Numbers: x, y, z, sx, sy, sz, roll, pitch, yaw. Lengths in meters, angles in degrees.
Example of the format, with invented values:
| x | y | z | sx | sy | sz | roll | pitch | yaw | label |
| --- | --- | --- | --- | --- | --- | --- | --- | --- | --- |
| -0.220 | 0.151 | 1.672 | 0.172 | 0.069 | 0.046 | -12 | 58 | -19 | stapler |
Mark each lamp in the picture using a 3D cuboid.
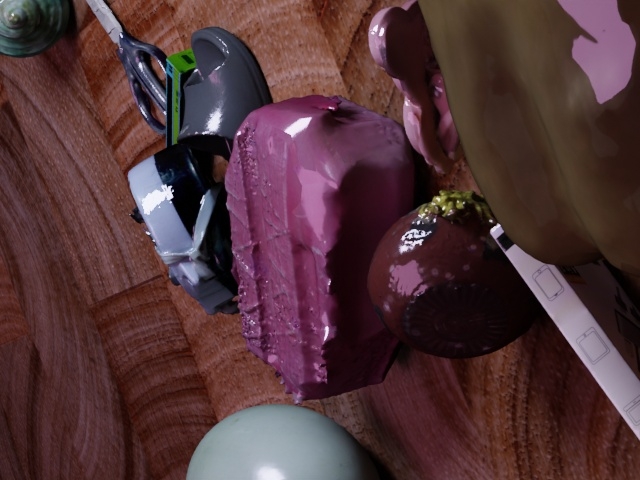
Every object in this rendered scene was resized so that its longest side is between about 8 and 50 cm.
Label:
| x | y | z | sx | sy | sz | roll | pitch | yaw | label |
| --- | --- | --- | --- | --- | --- | --- | --- | --- | --- |
| 0.121 | 0.027 | 1.602 | 0.157 | 0.156 | 0.135 | -37 | 30 | 32 | lamp |

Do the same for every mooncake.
| x | y | z | sx | sy | sz | roll | pitch | yaw | label |
| --- | --- | --- | --- | --- | --- | --- | --- | --- | --- |
| 0.248 | -0.121 | 0.991 | 0.378 | 0.378 | 0.201 | 17 | 129 | 58 | mooncake |

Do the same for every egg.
| x | y | z | sx | sy | sz | roll | pitch | yaw | label |
| --- | --- | --- | --- | --- | --- | --- | --- | --- | --- |
| -0.041 | 0.286 | 2.018 | 0.282 | 0.203 | 0.203 | 13 | 121 | 64 | egg |

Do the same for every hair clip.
| x | y | z | sx | sy | sz | roll | pitch | yaw | label |
| --- | --- | --- | --- | --- | --- | --- | --- | --- | --- |
| 0.097 | -0.138 | 1.553 | 0.102 | 0.123 | 0.138 | 34 | 138 | 19 | hair clip |

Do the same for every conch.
| x | y | z | sx | sy | sz | roll | pitch | yaw | label |
| --- | --- | --- | --- | --- | --- | --- | --- | --- | --- |
| -0.402 | -0.327 | 2.363 | 0.188 | 0.122 | 0.176 | 43 | 120 | 36 | conch |

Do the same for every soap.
| x | y | z | sx | sy | sz | roll | pitch | yaw | label |
| --- | --- | --- | --- | --- | --- | --- | --- | --- | --- |
| 0.000 | 0.000 | 1.815 | 0.220 | 0.127 | 0.325 | 34 | 137 | 48 | soap |

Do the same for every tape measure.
| x | y | z | sx | sy | sz | roll | pitch | yaw | label |
| --- | --- | --- | --- | --- | --- | --- | --- | --- | --- |
| -0.147 | -0.017 | 2.058 | 0.181 | 0.107 | 0.182 | 61 | -177 | 19 | tape measure |

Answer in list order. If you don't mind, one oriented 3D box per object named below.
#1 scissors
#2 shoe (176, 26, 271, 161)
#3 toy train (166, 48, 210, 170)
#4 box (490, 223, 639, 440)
| x | y | z | sx | sy | sz | roll | pitch | yaw | label |
| --- | --- | --- | --- | --- | --- | --- | --- | --- | --- |
| -0.250 | -0.254 | 2.231 | 0.300 | 0.022 | 0.109 | 56 | 147 | 28 | scissors |
| -0.104 | -0.113 | 1.973 | 0.108 | 0.093 | 0.241 | -18 | 94 | 66 | shoe |
| -0.156 | -0.128 | 2.116 | 0.042 | 0.044 | 0.209 | 47 | 146 | 37 | toy train |
| 0.238 | 0.083 | 1.431 | 0.033 | 0.129 | 0.247 | -42 | 67 | 20 | box |
